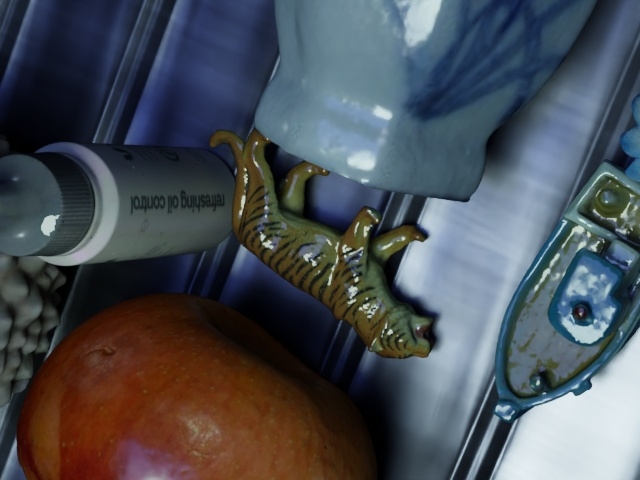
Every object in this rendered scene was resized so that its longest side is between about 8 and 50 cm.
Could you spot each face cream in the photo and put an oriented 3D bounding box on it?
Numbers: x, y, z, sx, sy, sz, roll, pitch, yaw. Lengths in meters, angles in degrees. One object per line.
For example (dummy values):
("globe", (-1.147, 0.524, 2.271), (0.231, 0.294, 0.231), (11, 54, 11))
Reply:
("face cream", (-0.163, -0.028, 1.135), (0.092, 0.311, 0.092), (1, 92, 23))

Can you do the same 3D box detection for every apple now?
("apple", (-0.090, 0.161, 1.151), (0.272, 0.251, 0.206), (35, 86, 31))

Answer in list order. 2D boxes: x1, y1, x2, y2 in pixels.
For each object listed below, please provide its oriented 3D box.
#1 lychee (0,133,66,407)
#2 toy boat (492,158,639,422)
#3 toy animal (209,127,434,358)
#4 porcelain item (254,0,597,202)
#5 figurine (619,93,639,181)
("lychee", (-0.420, 0.029, 1.215), (0.432, 0.380, 0.380), (-3, 91, -8))
("toy boat", (0.187, 0.040, 1.115), (0.088, 0.102, 0.215), (34, 104, 19))
("toy animal", (0.000, 0.000, 1.201), (0.241, 0.057, 0.099), (35, 101, 10))
("porcelain item", (0.099, -0.238, 1.068), (0.178, 0.243, 0.405), (28, 105, 37))
("figurine", (0.270, -0.086, 1.099), (0.114, 0.079, 0.114), (-8, 59, 14))
